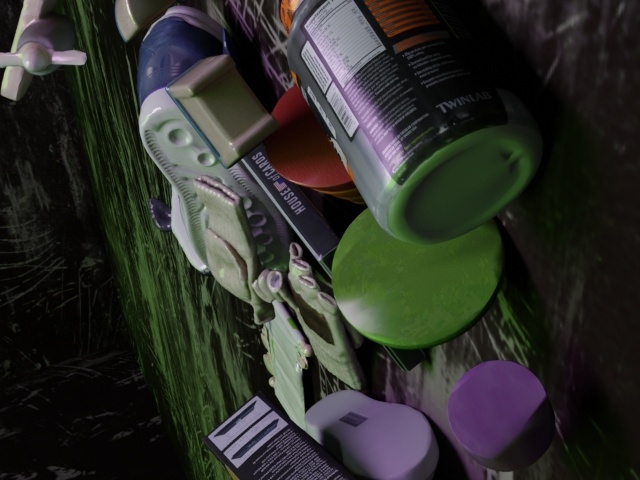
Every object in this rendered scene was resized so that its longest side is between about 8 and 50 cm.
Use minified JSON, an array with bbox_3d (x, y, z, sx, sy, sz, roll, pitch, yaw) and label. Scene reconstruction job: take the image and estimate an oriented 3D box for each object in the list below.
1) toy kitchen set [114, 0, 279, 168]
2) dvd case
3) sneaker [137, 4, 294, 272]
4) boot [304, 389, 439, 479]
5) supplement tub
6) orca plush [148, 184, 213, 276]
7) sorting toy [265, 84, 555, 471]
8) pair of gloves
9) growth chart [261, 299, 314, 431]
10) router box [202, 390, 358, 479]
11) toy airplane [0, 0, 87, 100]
[{"bbox_3d":[-0.048,-0.184,0.829,0.166,0.207,0.122,53,167,-12],"label":"toy kitchen set"},{"bbox_3d":[0.000,0.000,0.974,0.179,0.029,0.239,52,179,-41],"label":"dvd case"},{"bbox_3d":[-0.116,-0.126,1.237,0.323,0.130,0.236,63,-163,-45],"label":"sneaker"},{"bbox_3d":[0.069,0.236,1.052,0.123,0.095,0.258,62,168,-12],"label":"boot"},{"bbox_3d":[0.051,-0.101,0.678,0.117,0.116,0.190,96,152,-54],"label":"supplement tub"},{"bbox_3d":[-0.154,-0.072,1.396,0.287,0.151,0.102,59,-170,29],"label":"orca plush"},{"bbox_3d":[0.077,0.025,0.796,0.366,0.127,0.126,63,-175,34],"label":"sorting toy"},{"bbox_3d":[-0.050,0.052,1.118,0.240,0.042,0.204,38,156,28],"label":"pair of gloves"},{"bbox_3d":[-0.048,0.172,1.440,0.237,0.021,0.172,89,157,-44],"label":"growth chart"},{"bbox_3d":[0.035,0.319,1.015,0.243,0.081,0.309,30,154,54],"label":"router box"},{"bbox_3d":[-0.306,-0.393,1.258,0.272,0.384,0.386,29,158,13],"label":"toy airplane"}]
